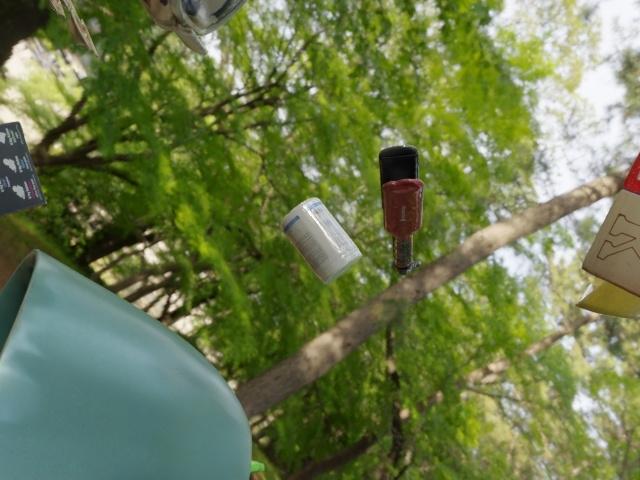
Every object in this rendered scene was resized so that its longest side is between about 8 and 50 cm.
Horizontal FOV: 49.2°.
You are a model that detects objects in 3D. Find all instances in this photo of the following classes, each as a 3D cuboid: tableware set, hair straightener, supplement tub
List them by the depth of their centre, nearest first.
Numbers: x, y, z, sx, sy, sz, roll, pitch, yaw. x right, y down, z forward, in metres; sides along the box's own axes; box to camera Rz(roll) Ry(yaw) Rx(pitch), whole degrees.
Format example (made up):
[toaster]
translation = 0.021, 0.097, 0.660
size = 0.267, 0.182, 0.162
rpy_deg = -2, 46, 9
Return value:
[hair straightener]
translation = 0.093, -0.035, 0.767
size = 0.230, 0.047, 0.089
rpy_deg = 66, 18, -60
[tableware set]
translation = -0.330, -0.318, 0.878
size = 0.169, 0.020, 0.141
rpy_deg = 84, -17, -73
[supplement tub]
translation = 0.000, 0.000, 0.978
size = 0.107, 0.071, 0.071
rpy_deg = 53, -9, 10

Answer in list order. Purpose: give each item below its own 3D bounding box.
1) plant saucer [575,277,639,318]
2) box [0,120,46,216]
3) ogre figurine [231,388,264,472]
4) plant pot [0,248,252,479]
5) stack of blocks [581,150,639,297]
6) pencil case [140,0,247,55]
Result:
[plant saucer]
translation = 0.592, 0.013, 1.164
size = 0.081, 0.333, 0.333
rpy_deg = 51, 20, 14
[box]
translation = -0.600, -0.082, 1.081
size = 0.165, 0.270, 0.143
rpy_deg = -3, -74, 44
[ogre figurine]
translation = -0.119, 0.277, 0.857
size = 0.096, 0.197, 0.118
rpy_deg = 19, -22, 0
[plant pot]
translation = -0.203, 0.188, 0.603
size = 0.235, 0.293, 0.293
rpy_deg = 29, 8, -25
[stack of blocks]
translation = 0.257, -0.079, 0.270
size = 0.087, 0.297, 0.171
rpy_deg = 16, 11, -40
[pencil case]
translation = -0.212, -0.342, 0.569
size = 0.410, 0.183, 0.160
rpy_deg = 39, 12, -2
